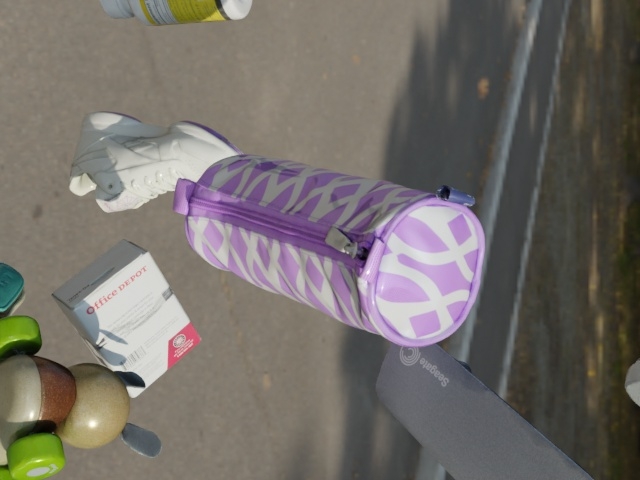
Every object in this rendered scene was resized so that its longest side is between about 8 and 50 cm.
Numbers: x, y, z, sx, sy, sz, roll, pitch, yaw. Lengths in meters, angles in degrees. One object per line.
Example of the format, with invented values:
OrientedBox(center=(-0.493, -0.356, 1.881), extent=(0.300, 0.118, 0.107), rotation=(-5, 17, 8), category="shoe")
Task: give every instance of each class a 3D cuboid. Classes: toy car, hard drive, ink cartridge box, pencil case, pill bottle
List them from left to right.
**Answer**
OrientedBox(center=(-0.254, 0.176, 1.028), extent=(0.188, 0.149, 0.155), rotation=(8, 52, -42), category="toy car")
OrientedBox(center=(-0.224, 0.089, 1.172), extent=(0.109, 0.063, 0.150), rotation=(-40, 127, -21), category="ink cartridge box")
OrientedBox(center=(-0.118, -0.208, 0.816), extent=(0.065, 0.116, 0.065), rotation=(0, 90, -74), category="pill bottle")
OrientedBox(center=(0.000, 0.000, 0.578), extent=(0.088, 0.206, 0.086), rotation=(4, 97, -36), category="pencil case")
OrientedBox(center=(0.141, 0.160, 0.567), extent=(0.054, 0.255, 0.172), rotation=(-46, 147, -4), category="hard drive")

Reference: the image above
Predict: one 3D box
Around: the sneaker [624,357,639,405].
OrientedBox(center=(0.406, 0.130, 0.926), extent=(0.091, 0.258, 0.094), rotation=(-54, 126, -20), category="sneaker")

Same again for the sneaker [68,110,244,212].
OrientedBox(center=(-0.237, -0.099, 1.460), extent=(0.114, 0.305, 0.152), rotation=(42, 63, -55), category="sneaker")

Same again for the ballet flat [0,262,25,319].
OrientedBox(center=(-0.412, 0.097, 1.186), extent=(0.248, 0.086, 0.086), rotation=(-85, 171, -78), category="ballet flat")
